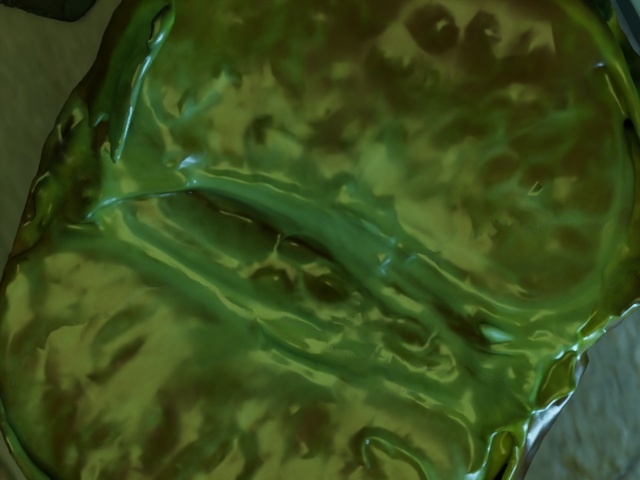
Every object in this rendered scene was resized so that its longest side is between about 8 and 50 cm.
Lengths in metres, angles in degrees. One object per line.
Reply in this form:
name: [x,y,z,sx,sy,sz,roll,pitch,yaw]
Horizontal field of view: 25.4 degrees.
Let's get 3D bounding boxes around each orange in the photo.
orange: [-0.003,-0.002,0.660,0.262,0.196,0.334,18,105,-21]

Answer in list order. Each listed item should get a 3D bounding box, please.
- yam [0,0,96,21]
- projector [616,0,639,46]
yam: [-0.153,-0.136,0.702,0.094,0.043,0.043,15,101,-4]
projector: [0.259,-0.185,0.688,0.257,0.079,0.259,-30,100,5]
